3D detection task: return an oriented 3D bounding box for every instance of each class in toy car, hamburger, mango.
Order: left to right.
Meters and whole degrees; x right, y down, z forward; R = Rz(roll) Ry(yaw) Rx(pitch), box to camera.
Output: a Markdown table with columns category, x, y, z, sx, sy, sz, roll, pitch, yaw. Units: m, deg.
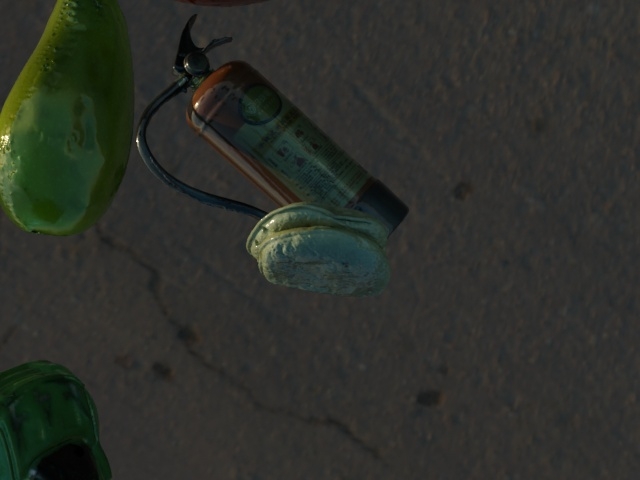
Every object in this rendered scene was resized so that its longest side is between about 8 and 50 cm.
| category | x | y | z | sx | sy | sz | roll | pitch | yaw |
| --- | --- | --- | --- | --- | --- | --- | --- | --- | --- |
| toy car | -0.320 | 0.325 | 1.613 | 0.176 | 0.213 | 0.359 | 12 | 107 | 31 |
| mango | -0.149 | -0.082 | 0.870 | 0.074 | 0.165 | 0.091 | 10 | 172 | 15 |
| hamburger | 0.000 | 0.003 | 1.155 | 0.121 | 0.054 | 0.084 | 6 | 153 | -1 |

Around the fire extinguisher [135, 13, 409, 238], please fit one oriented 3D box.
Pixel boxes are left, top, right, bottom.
| category | x | y | z | sx | sy | sz | roll | pitch | yaw |
| --- | --- | --- | --- | --- | --- | --- | --- | --- | --- |
| fire extinguisher | -0.076 | -0.106 | 1.770 | 0.376 | 0.200 | 0.113 | 43 | 136 | 1 |

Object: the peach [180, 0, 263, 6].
| category | x | y | z | sx | sy | sz | roll | pitch | yaw |
| --- | --- | --- | --- | --- | --- | --- | --- | --- | --- |
| peach | -0.151 | -0.429 | 1.802 | 0.306 | 0.380 | 0.242 | 31 | 116 | 46 |
